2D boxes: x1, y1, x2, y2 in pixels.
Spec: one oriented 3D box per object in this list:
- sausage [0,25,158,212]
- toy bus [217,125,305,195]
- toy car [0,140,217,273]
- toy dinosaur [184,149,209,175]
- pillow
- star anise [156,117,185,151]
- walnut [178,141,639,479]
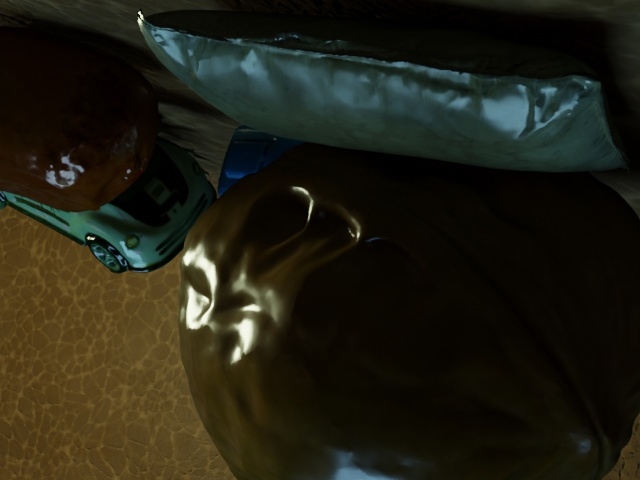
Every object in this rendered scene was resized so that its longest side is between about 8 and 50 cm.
[{"bbox_3d":[-0.281,-0.119,1.032,0.268,0.141,0.153,13,162,19],"label":"sausage"},{"bbox_3d":[-0.020,-0.068,1.134,0.106,0.090,0.184,22,171,-41],"label":"toy bus"},{"bbox_3d":[-0.260,-0.084,1.171,0.306,0.136,0.125,27,152,22],"label":"toy car"},{"bbox_3d":[-0.238,-0.122,1.511,0.162,0.039,0.126,17,176,12],"label":"toy dinosaur"},{"bbox_3d":[0.041,-0.096,0.712,0.302,0.075,0.185,12,176,23],"label":"pillow"},{"bbox_3d":[-0.245,-0.101,1.358,0.229,0.093,0.236,29,158,-22],"label":"star anise"},{"bbox_3d":[0.071,0.065,0.862,0.398,0.354,0.308,21,156,51],"label":"walnut"}]
